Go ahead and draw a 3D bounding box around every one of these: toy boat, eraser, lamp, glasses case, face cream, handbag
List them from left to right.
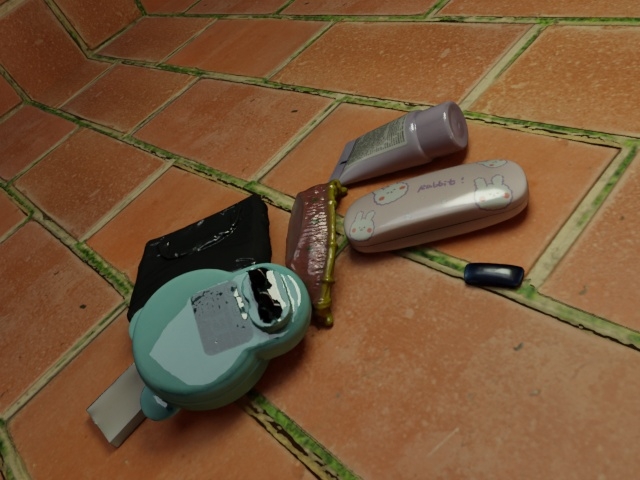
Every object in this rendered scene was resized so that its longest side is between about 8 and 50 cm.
[{"bbox_3d":[-0.303,0.250,0.907,0.104,0.023,0.150,23,63,44],"label":"eraser"},{"bbox_3d":[-0.214,0.043,1.022,0.275,0.088,0.244,-24,38,11],"label":"handbag"},{"bbox_3d":[-0.149,0.134,0.828,0.284,0.147,0.209,-31,60,14],"label":"lamp"},{"bbox_3d":[-0.006,-0.004,0.941,0.141,0.099,0.318,-54,21,43],"label":"toy boat"},{"bbox_3d":[0.135,-0.177,1.047,0.274,0.096,0.154,-12,42,38],"label":"face cream"},{"bbox_3d":[0.179,-0.055,0.891,0.297,0.075,0.113,-14,41,17],"label":"glasses case"},{"bbox_3d":[0.243,0.047,0.786,0.083,0.023,0.033,2,47,33],"label":"glasses case"}]
